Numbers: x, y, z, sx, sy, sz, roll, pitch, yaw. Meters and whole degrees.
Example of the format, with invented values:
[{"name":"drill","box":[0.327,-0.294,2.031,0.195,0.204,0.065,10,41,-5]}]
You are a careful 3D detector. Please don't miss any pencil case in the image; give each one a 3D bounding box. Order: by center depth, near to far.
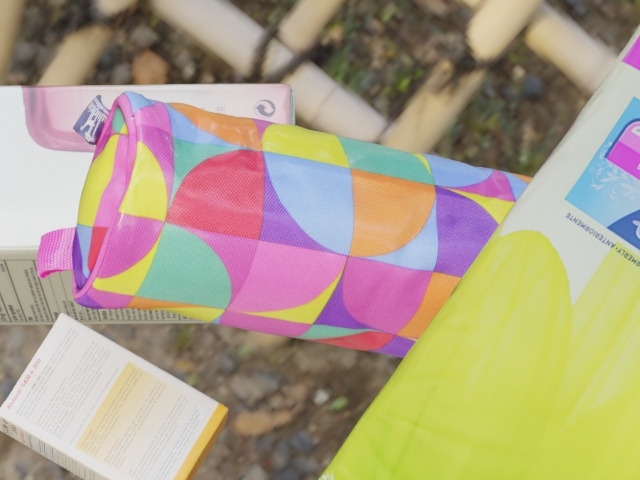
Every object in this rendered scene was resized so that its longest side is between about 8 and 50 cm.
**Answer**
[{"name":"pencil case","box":[0.000,0.000,0.833,0.236,0.104,0.104,12,53,-18]}]

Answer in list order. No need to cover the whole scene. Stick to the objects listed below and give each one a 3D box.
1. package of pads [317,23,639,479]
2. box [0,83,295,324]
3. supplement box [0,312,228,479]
[{"name":"package of pads","box":[0.158,0.075,0.489,0.296,0.229,0.101,38,5,40]},{"name":"box","box":[-0.133,-0.023,1.281,0.232,0.149,0.127,0,68,-2]},{"name":"supplement box","box":[-0.104,0.089,0.925,0.098,0.036,0.062,30,69,4]}]
